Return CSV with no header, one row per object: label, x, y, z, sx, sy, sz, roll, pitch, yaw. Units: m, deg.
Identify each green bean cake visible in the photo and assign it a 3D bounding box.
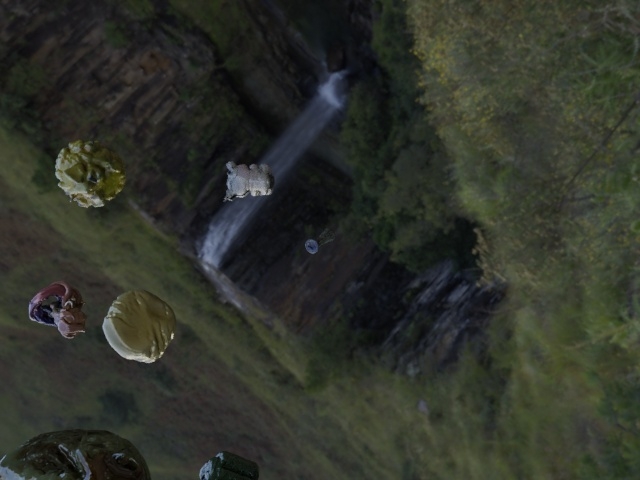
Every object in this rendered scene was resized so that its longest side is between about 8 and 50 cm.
green bean cake,-0.351,0.883,2.068,0.169,0.308,0.300,28,-145,-16

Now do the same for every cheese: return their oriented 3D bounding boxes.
cheese,-0.578,0.275,2.020,0.226,0.214,0.117,40,135,-11

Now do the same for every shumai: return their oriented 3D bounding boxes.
shumai,-0.567,0.599,1.488,0.397,0.324,0.323,4,158,-30

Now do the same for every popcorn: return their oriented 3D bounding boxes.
popcorn,-0.724,-0.210,1.998,0.218,0.189,0.169,28,157,-28

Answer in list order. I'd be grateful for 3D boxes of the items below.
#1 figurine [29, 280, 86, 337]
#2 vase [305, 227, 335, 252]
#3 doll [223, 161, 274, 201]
figurine,-0.616,0.169,1.530,0.157,0.114,0.126,17,122,26
vase,0.000,0.000,2.503,0.059,0.059,0.167,41,-151,9
doll,-0.265,-0.217,2.339,0.095,0.192,0.149,-119,27,-78
